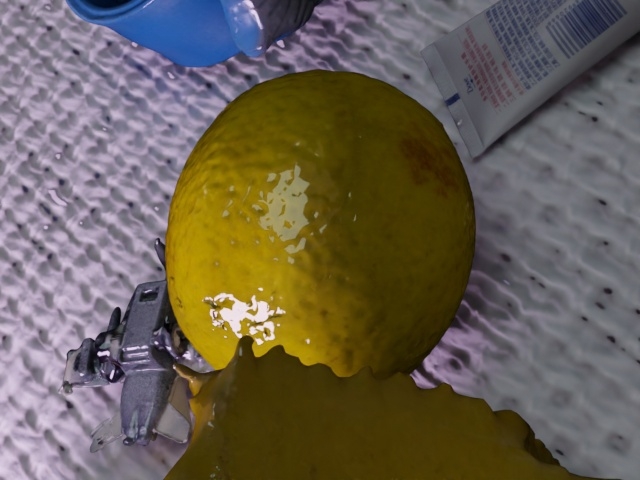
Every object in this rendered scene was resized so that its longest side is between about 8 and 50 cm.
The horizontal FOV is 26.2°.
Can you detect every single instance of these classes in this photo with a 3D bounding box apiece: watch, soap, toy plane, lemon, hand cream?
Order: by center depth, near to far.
[{"bbox_3d":[0.090,0.174,0.897,0.304,0.338,0.169,-8,63,24],"label":"soap"},{"bbox_3d":[0.000,-0.001,1.090,0.267,0.267,0.267,-12,60,21],"label":"lemon"},{"bbox_3d":[0.208,-0.184,1.197,0.248,0.083,0.133,-33,53,21],"label":"hand cream"},{"bbox_3d":[-0.142,0.064,1.226,0.192,0.088,0.262,-9,61,24],"label":"toy plane"},{"bbox_3d":[-0.114,-0.274,1.331,0.274,0.241,0.305,-23,57,34],"label":"watch"}]
